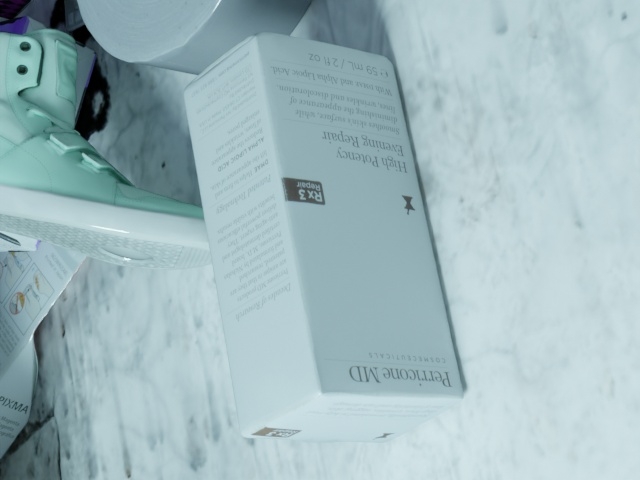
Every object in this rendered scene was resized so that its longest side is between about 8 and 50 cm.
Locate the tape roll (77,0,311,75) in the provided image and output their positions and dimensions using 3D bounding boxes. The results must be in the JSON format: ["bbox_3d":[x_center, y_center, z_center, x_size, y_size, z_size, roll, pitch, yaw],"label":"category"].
[{"bbox_3d":[-0.084,-0.225,1.336,0.219,0.072,0.219,-11,76,48],"label":"tape roll"}]

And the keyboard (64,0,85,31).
[{"bbox_3d":[-0.180,-0.291,1.503,0.072,0.014,0.256,-22,68,46],"label":"keyboard"}]

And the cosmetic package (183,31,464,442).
[{"bbox_3d":[0.000,0.000,1.171,0.085,0.117,0.231,-33,61,43],"label":"cosmetic package"}]

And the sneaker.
[{"bbox_3d":[-0.171,-0.073,1.353,0.256,0.094,0.151,15,75,14],"label":"sneaker"}]

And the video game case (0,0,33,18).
[{"bbox_3d":[-0.200,-0.282,1.411,0.232,0.042,0.210,172,109,-71],"label":"video game case"}]

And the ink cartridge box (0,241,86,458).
[{"bbox_3d":[-0.270,0.060,1.543,0.232,0.066,0.189,-50,47,8],"label":"ink cartridge box"}]

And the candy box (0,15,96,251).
[{"bbox_3d":[-0.275,-0.077,1.511,0.196,0.070,0.164,-2,68,49],"label":"candy box"}]
